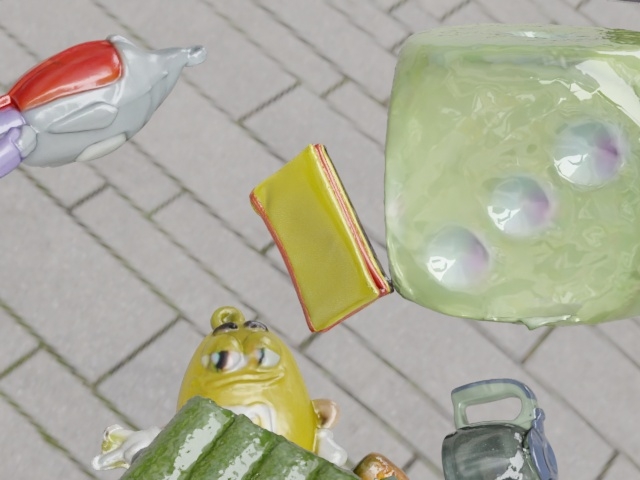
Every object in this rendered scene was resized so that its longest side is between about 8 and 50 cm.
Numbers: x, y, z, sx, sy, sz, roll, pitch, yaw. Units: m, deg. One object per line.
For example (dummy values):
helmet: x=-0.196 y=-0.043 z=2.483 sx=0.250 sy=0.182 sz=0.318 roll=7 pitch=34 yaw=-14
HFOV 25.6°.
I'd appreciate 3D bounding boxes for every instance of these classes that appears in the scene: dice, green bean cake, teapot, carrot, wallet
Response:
dice: x=0.195 y=-0.068 z=1.298 sx=0.252 sy=0.249 sz=0.254 roll=4 pitch=14 yaw=14
green bean cake: x=-0.046 y=0.283 z=1.200 sx=0.250 sy=0.247 sz=0.156 roll=26 pitch=56 yaw=21
teapot: x=0.192 y=0.225 z=1.463 sx=0.111 sy=0.108 sz=0.149 roll=56 pitch=25 yaw=-29
carrot: x=0.119 y=0.409 z=2.127 sx=0.193 sy=0.087 sz=0.087 roll=51 pitch=43 yaw=8
wallet: x=0.000 y=0.000 z=1.968 sx=0.067 sy=0.141 sz=0.241 roll=-1 pitch=62 yaw=-53

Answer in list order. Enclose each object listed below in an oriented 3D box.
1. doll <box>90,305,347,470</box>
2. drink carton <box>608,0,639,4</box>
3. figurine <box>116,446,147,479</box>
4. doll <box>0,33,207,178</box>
doll: x=-0.121 y=0.321 z=2.079 sx=0.348 sy=0.161 sz=0.423 roll=-36 pitch=69 yaw=-25
drink carton: x=0.433 y=-0.358 z=1.701 sx=0.134 sy=0.222 sz=0.101 roll=8 pitch=84 yaw=1
figurine: x=-0.196 y=0.315 z=1.778 sx=0.192 sy=0.147 sz=0.126 roll=-22 pitch=102 yaw=-73
doll: x=-0.175 y=-0.087 z=0.947 sx=0.228 sy=0.075 sz=0.102 roll=-27 pitch=31 yaw=-25
